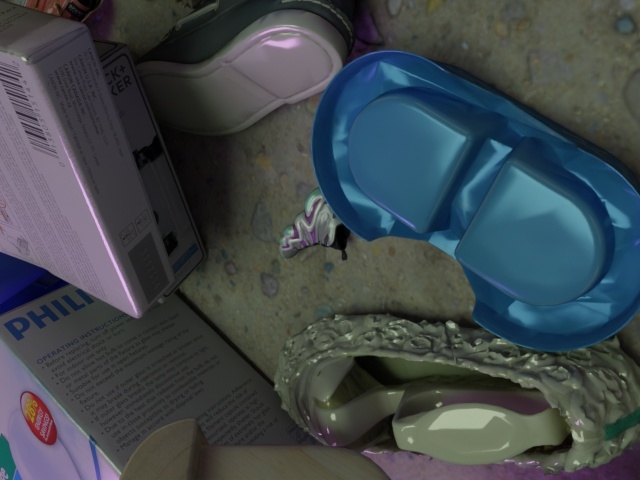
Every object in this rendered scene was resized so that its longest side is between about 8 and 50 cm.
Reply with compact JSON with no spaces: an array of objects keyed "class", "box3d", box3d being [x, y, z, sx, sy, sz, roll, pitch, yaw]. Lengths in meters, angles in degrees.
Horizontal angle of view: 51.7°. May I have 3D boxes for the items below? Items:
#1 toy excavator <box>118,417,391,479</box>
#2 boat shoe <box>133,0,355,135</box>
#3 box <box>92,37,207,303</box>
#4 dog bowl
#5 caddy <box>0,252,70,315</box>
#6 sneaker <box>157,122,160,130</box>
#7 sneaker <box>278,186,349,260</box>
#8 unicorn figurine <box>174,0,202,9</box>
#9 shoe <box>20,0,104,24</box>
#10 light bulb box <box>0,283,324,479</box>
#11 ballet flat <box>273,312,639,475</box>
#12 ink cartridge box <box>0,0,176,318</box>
[{"class":"toy excavator","box3d":[0.107,0.278,0.494,0.222,0.433,0.445,83,160,-50]},{"class":"boat shoe","box3d":[-0.088,-0.183,0.654,0.319,0.116,0.099,-4,61,46]},{"class":"box","box3d":[-0.248,-0.078,0.732,0.169,0.087,0.290,17,140,30]},{"class":"dog bowl","box3d":[0.129,-0.041,0.539,0.297,0.074,0.166,37,126,21]},{"class":"caddy","box3d":[-0.469,0.022,0.955,0.341,0.179,0.241,20,141,30]},{"class":"sneaker","box3d":[-0.264,-0.163,0.794,0.158,0.065,0.061,35,125,21]},{"class":"sneaker","box3d":[0.000,0.000,0.675,0.069,0.038,0.098,45,129,15]},{"class":"unicorn figurine","box3d":[-0.161,-0.286,0.676,0.162,0.060,0.111,10,112,56]},{"class":"shoe","box3d":[-0.303,-0.250,0.756,0.081,0.063,0.178,0,76,35]},{"class":"light bulb box","box3d":[-0.244,0.284,0.852,0.361,0.225,0.358,40,127,16]},{"class":"ballet flat","box3d":[0.079,0.143,0.612,0.409,0.147,0.147,-11,101,40]},{"class":"ink cartridge box","box3d":[-0.286,-0.081,0.625,0.261,0.066,0.296,20,140,24]}]
